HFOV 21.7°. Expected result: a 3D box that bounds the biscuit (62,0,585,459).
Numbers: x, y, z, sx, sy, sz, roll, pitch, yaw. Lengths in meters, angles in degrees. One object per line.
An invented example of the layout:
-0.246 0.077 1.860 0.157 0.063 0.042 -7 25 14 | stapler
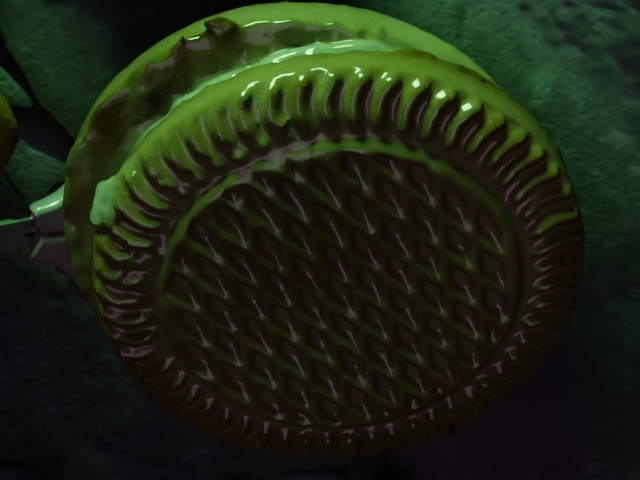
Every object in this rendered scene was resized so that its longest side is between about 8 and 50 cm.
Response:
0.000 0.000 0.822 0.259 0.079 0.259 -1 126 -2 | biscuit

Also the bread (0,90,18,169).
-0.313 0.030 0.876 0.185 0.109 0.380 12 128 -37 | bread

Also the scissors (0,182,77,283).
-0.156 -0.003 0.844 0.189 0.015 0.100 -9 129 -27 | scissors
